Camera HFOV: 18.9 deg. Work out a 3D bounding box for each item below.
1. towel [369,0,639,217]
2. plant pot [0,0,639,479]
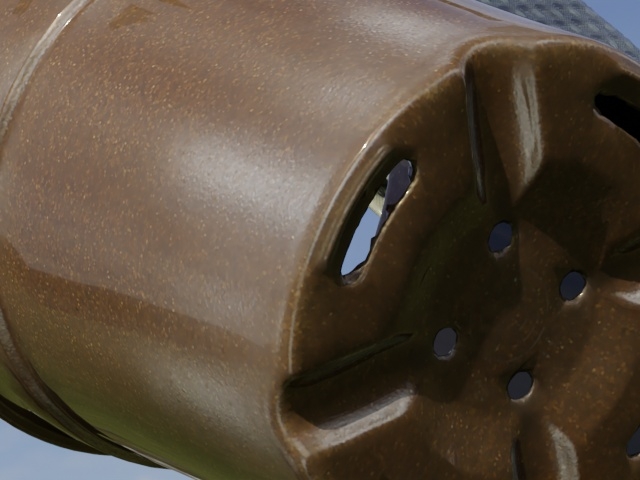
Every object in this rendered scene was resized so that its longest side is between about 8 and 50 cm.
[{"bbox_3d":[0.074,-0.089,1.064,0.324,0.312,0.056,-6,-48,-45],"label":"towel"},{"bbox_3d":[0.000,0.000,0.480,0.167,0.167,0.165,2,12,-34],"label":"plant pot"}]
